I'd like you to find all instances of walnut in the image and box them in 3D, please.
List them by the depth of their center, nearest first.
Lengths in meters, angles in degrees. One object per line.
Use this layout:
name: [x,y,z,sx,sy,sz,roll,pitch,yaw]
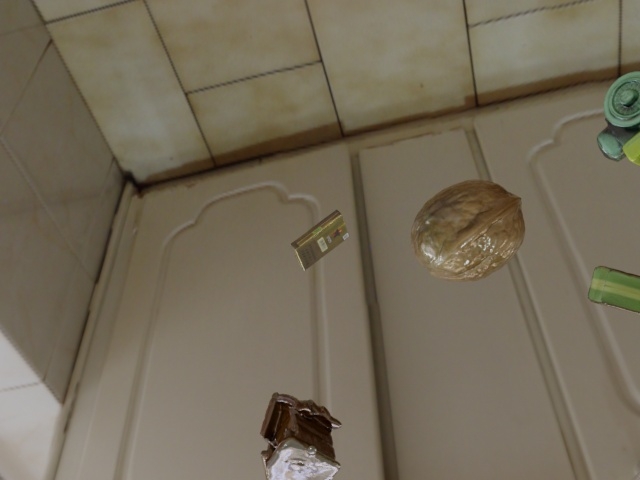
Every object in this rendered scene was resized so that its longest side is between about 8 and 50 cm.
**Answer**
walnut: [0.154,-0.011,0.777,0.105,0.105,0.124,34,122,-27]

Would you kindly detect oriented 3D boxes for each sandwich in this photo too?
sandwich: [0.587,0.099,1.439,0.116,0.074,0.074,15,91,0]

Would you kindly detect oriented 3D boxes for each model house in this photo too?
model house: [-0.059,0.465,1.767,0.199,0.229,0.219,33,115,-26]

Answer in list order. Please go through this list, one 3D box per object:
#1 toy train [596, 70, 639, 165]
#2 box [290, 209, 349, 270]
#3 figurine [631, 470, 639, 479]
toy train: [0.677,-0.238,1.228,0.179,0.272,0.442,13,136,-40]
box: [0.000,0.000,1.665,0.133,0.023,0.090,-38,147,-10]
figurine: [0.327,0.341,0.811,0.145,0.222,0.145,31,139,32]
